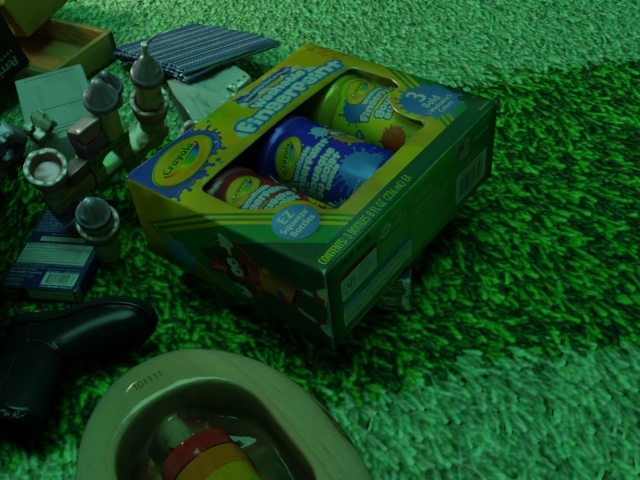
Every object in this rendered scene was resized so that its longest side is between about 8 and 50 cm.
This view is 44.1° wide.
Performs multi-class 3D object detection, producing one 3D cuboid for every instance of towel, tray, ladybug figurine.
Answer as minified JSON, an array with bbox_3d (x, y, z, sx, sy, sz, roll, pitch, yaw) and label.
[{"bbox_3d":[-0.279,-0.416,1.738,0.243,0.040,0.336,-28,34,-29],"label":"towel"},{"bbox_3d":[-0.701,-0.450,1.852,0.411,0.076,0.203,18,48,25],"label":"tray"},{"bbox_3d":[-0.100,0.313,0.901,0.305,0.161,0.449,-27,46,-19],"label":"ladybug figurine"}]

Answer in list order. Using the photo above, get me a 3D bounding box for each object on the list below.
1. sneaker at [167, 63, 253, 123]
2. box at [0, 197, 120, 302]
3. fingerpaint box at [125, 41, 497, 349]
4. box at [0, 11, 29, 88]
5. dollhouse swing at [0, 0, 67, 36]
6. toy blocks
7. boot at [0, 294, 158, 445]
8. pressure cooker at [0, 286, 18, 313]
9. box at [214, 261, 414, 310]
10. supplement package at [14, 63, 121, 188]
[{"bbox_3d":[-0.190,-0.266,1.570,0.169,0.108,0.292,-21,44,-11],"label":"sneaker"},{"bbox_3d":[-0.436,0.011,1.354,0.137,0.036,0.225,4,45,10],"label":"box"},{"bbox_3d":[-0.001,-0.102,1.217,0.371,0.163,0.445,25,52,30],"label":"fingerpaint box"},{"bbox_3d":[-0.900,-0.403,1.486,0.298,0.471,0.479,21,59,24],"label":"box"},{"bbox_3d":[-0.821,-0.650,1.806,0.347,0.304,0.315,8,45,16],"label":"dollhouse swing"},{"bbox_3d":[-0.363,-0.178,1.261,0.309,0.260,0.288,40,69,12],"label":"toy blocks"},{"bbox_3d":[-0.363,0.186,1.114,0.247,0.094,0.207,-8,39,8],"label":"boot"},{"bbox_3d":[-0.648,0.011,1.110,0.370,0.375,0.420,-8,71,-1],"label":"pressure cooker"},{"bbox_3d":[0.000,0.000,1.286,0.308,0.076,0.242,0,44,7],"label":"box"},{"bbox_3d":[-0.489,-0.212,1.527,0.139,0.133,0.244,-18,45,-13],"label":"supplement package"}]
